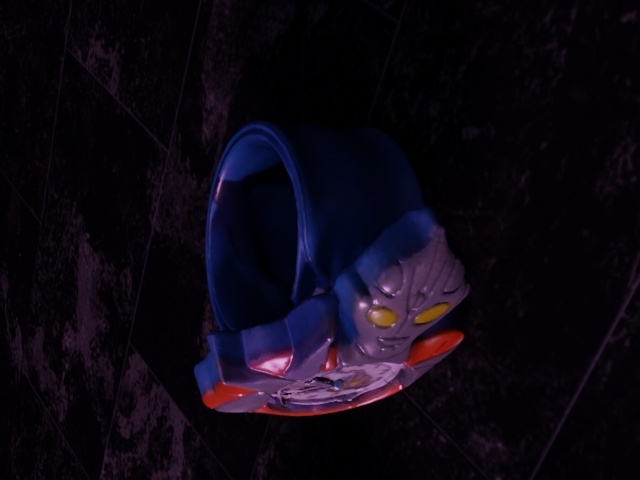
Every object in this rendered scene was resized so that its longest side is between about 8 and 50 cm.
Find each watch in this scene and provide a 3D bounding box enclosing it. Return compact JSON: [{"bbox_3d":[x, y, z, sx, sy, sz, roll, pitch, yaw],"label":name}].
[{"bbox_3d":[0.000,0.000,0.887,0.305,0.241,0.274,-51,46,46],"label":"watch"}]
